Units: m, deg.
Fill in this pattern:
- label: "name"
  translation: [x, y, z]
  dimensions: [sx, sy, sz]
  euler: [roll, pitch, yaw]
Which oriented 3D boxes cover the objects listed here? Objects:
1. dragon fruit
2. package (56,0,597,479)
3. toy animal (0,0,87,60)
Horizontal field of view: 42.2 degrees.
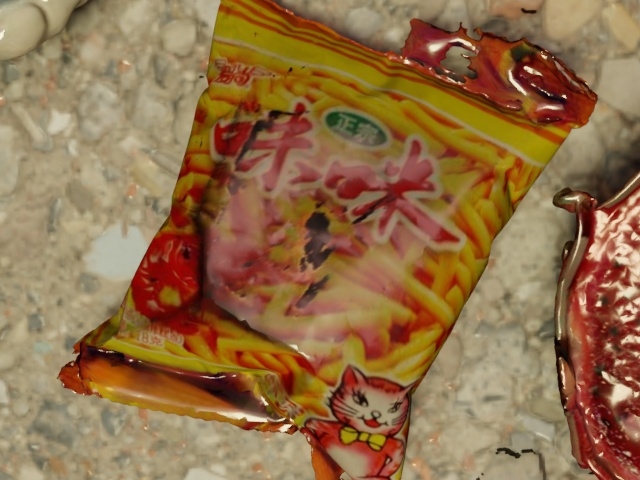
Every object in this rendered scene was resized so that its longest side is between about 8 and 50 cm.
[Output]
- label: "dragon fruit"
  translation: [0.206, 0.052, 0.468]
  dimensions: [0.161, 0.126, 0.274]
  euler: [-21, 97, 15]
- label: "package"
  translation: [-0.006, -0.004, 0.478]
  dimensions: [0.223, 0.108, 0.288]
  euler: [26, 91, 5]
- label: "toy animal"
  translation: [-0.215, -0.195, 0.414]
  dimensions: [0.208, 0.156, 0.204]
  euler: [4, 135, -5]
